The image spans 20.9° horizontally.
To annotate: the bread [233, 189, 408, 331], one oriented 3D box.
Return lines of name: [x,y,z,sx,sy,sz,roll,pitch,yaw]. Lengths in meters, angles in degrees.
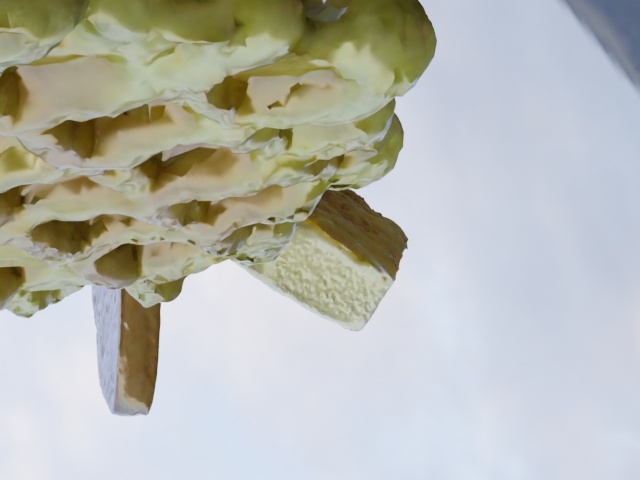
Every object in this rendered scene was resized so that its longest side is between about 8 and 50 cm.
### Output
bread: [0.000,0.000,1.314,0.125,0.068,0.188,30,-169,0]

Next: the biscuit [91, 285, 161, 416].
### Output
biscuit: [-0.114,0.008,1.018,0.029,0.142,0.220,2,-141,-13]

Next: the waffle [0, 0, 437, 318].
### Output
waffle: [-0.124,-0.021,0.524,0.307,0.312,0.060,-3,-106,-17]
